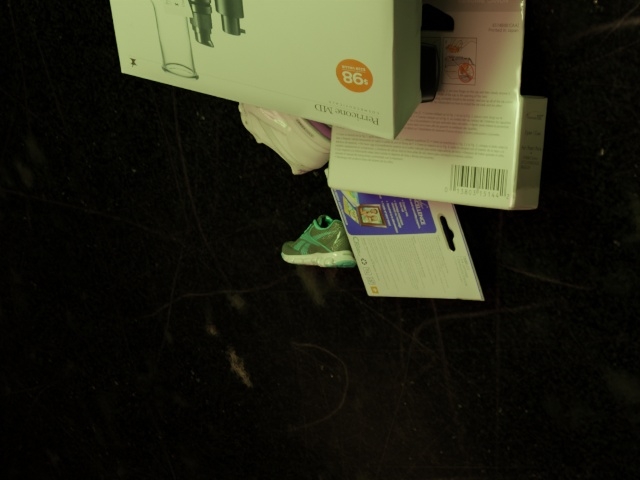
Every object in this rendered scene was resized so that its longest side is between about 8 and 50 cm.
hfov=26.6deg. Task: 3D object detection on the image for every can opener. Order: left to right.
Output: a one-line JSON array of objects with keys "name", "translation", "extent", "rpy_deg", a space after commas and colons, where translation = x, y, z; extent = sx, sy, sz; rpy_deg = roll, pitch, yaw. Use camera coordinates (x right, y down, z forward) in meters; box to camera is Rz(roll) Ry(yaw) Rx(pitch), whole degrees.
[{"name": "can opener", "translation": [0.104, -0.259, 1.649], "extent": [0.059, 0.073, 0.186], "rpy_deg": [-172, 79, -82]}]

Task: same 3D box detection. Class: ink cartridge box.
[{"name": "ink cartridge box", "translation": [0.123, -0.016, 1.848], "extent": [0.208, 0.045, 0.206], "rpy_deg": [1, 118, 43]}, {"name": "ink cartridge box", "translation": [0.144, -0.181, 1.692], "extent": [0.296, 0.066, 0.261], "rpy_deg": [9, 98, 41]}]

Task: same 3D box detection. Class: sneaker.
[{"name": "sneaker", "translation": [-0.091, -0.217, 1.859], "extent": [0.305, 0.114, 0.152], "rpy_deg": [51, 140, 3]}, {"name": "sneaker", "translation": [0.000, 0.000, 1.984], "extent": [0.166, 0.065, 0.076], "rpy_deg": [2, 90, 55]}]

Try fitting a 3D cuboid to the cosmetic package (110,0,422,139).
[{"name": "cosmetic package", "translation": [-0.070, -0.292, 1.564], "extent": [0.377, 0.097, 0.284], "rpy_deg": [15, 137, 20]}]
